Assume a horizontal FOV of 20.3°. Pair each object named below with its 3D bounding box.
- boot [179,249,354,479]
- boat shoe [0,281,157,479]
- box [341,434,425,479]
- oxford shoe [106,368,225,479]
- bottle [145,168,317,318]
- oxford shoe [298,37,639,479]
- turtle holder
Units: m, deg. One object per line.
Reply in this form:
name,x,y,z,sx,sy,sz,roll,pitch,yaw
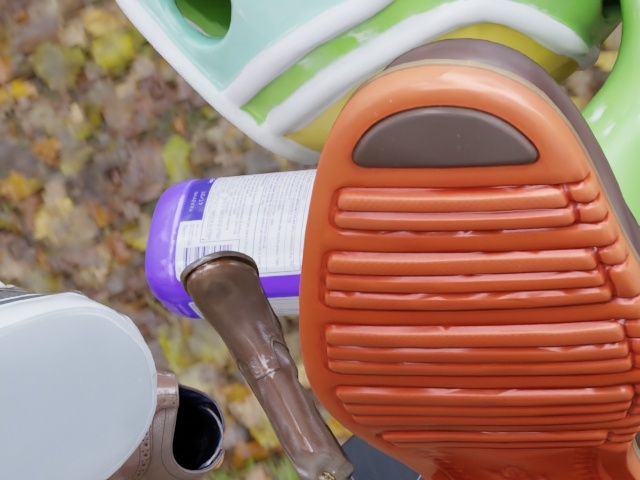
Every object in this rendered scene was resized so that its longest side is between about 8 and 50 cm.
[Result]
boot,-0.024,0.068,0.880,0.037,0.106,0.114,-29,61,7
boat shoe,-0.215,0.073,0.664,0.306,0.113,0.105,-20,25,-32
box,0.242,0.229,1.762,0.395,0.212,0.293,-45,53,12
oxford shoe,-0.142,0.210,1.618,0.132,0.364,0.130,-9,66,6
bottle,0.000,0.000,1.443,0.282,0.092,0.118,-5,59,23
oxford shoe,0.058,0.019,0.522,0.097,0.271,0.098,2,57,16
turtle holder,0.048,-0.139,0.841,0.320,0.243,0.227,42,102,-7
